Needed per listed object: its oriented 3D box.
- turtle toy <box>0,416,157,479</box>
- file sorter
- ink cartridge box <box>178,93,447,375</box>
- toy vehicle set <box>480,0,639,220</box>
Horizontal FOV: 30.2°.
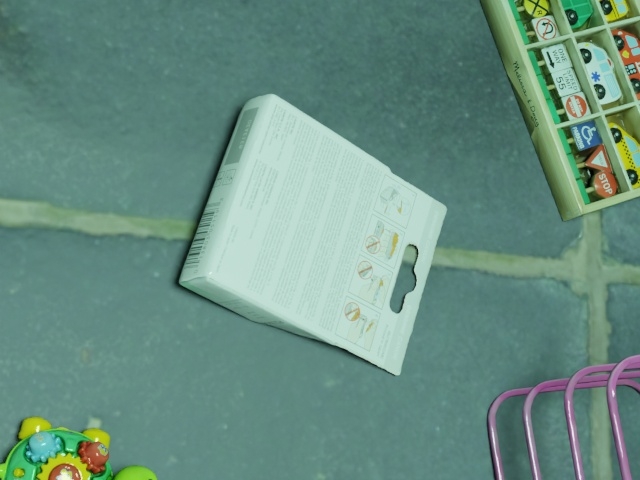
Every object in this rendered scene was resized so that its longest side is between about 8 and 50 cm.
[{"bbox_3d":[-0.191,0.192,0.936,0.130,0.066,0.095,14,74,-18],"label":"turtle toy"},{"bbox_3d":[0.295,0.190,1.004,0.202,0.290,0.182,-4,77,-22],"label":"file sorter"},{"bbox_3d":[0.000,0.000,1.072,0.224,0.056,0.181,30,68,-32],"label":"ink cartridge box"},{"bbox_3d":[0.275,-0.167,1.210,0.166,0.035,0.267,-18,86,-24],"label":"toy vehicle set"}]
